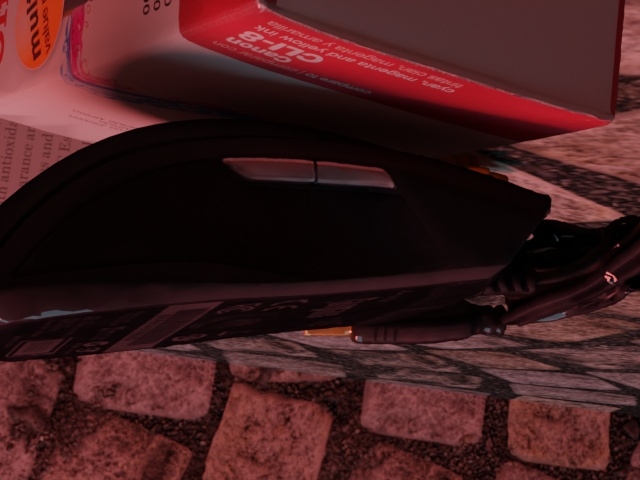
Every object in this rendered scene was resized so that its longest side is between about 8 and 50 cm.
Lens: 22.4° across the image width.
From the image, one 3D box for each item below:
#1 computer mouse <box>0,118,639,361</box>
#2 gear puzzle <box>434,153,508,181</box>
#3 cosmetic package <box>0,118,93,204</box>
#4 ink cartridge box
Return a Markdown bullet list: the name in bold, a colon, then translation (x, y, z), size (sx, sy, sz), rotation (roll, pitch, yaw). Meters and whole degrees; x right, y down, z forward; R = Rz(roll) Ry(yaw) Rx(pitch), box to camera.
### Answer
- **computer mouse**: translation (0.000, 0.000, 0.519), size (0.262, 0.060, 0.184), rotation (-5, 170, -16)
- **gear puzzle**: translation (-0.029, -0.063, 0.973), size (0.339, 0.044, 0.175), rotation (9, 168, -26)
- **cosmetic package**: translation (-0.136, -0.058, 0.738), size (0.184, 0.151, 0.151), rotation (9, 170, -6)
- **ink cartridge box**: translation (-0.009, -0.097, 0.500), size (0.127, 0.128, 0.176), rotation (12, 168, -34)
